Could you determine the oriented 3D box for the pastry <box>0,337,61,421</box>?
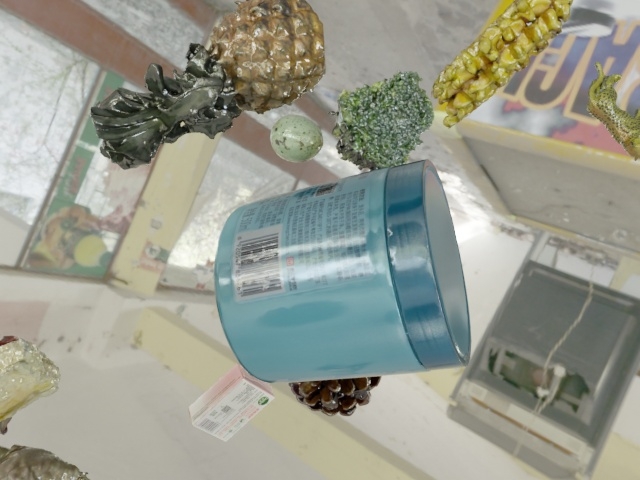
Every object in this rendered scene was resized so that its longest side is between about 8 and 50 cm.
[{"bbox_3d":[-0.507,0.243,0.764,0.089,0.258,0.121,44,163,44],"label":"pastry"}]

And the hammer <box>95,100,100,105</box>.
[{"bbox_3d":[-0.502,-0.341,1.381,0.182,0.062,0.017,-24,-174,-39],"label":"hammer"}]

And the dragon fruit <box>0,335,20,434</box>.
[{"bbox_3d":[-0.840,0.291,1.133,0.329,0.227,0.286,13,166,-6],"label":"dragon fruit"}]

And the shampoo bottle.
[{"bbox_3d":[0.046,0.061,0.891,0.343,0.331,0.331,-11,168,20],"label":"shampoo bottle"}]

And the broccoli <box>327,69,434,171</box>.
[{"bbox_3d":[0.180,-0.391,1.689,0.293,0.347,0.281,28,-174,-14],"label":"broccoli"}]

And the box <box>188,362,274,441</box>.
[{"bbox_3d":[-0.156,0.285,0.934,0.089,0.125,0.043,47,-176,-39],"label":"box"}]

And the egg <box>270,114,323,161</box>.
[{"bbox_3d":[-0.041,-0.184,0.960,0.110,0.085,0.085,14,175,38],"label":"egg"}]

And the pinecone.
[{"bbox_3d":[0.030,0.401,1.609,0.298,0.242,0.296,3,155,20],"label":"pinecone"}]

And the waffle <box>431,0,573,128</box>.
[{"bbox_3d":[0.230,-0.248,0.693,0.070,0.197,0.193,44,148,-4],"label":"waffle"}]

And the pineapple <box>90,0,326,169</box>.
[{"bbox_3d":[-0.111,-0.148,0.515,0.111,0.237,0.119,57,170,8],"label":"pineapple"}]

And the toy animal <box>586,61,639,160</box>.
[{"bbox_3d":[0.589,-0.259,1.065,0.181,0.136,0.073,45,145,-10],"label":"toy animal"}]

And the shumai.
[{"bbox_3d":[-0.565,0.493,1.050,0.217,0.346,0.283,-27,-144,-25],"label":"shumai"}]
